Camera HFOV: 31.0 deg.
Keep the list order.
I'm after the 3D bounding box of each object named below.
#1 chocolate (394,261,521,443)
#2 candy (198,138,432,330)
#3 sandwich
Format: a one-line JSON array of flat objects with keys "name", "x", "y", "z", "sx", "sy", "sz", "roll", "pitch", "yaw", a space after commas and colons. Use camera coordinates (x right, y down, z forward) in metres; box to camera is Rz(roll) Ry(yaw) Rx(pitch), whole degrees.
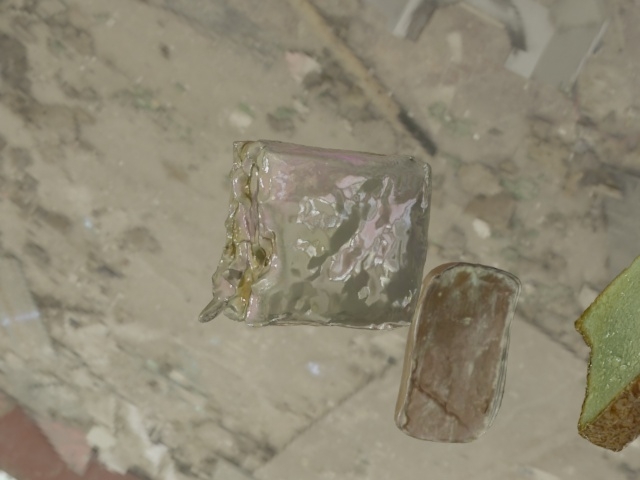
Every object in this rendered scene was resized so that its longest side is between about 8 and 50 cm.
[{"name": "chocolate", "x": 0.182, "y": 0.152, "z": 1.626, "sx": 0.157, "sy": 0.254, "sz": 0.080, "roll": 10, "pitch": -177, "yaw": -23}, {"name": "candy", "x": 0.000, "y": 0.000, "z": 1.092, "sx": 0.195, "sy": 0.185, "sz": 0.137, "roll": 4, "pitch": -171, "yaw": -28}, {"name": "sandwich", "x": 0.385, "y": 0.130, "z": 1.411, "sx": 0.065, "sy": 0.215, "sz": 0.186, "roll": 25, "pitch": 132, "yaw": -9}]
